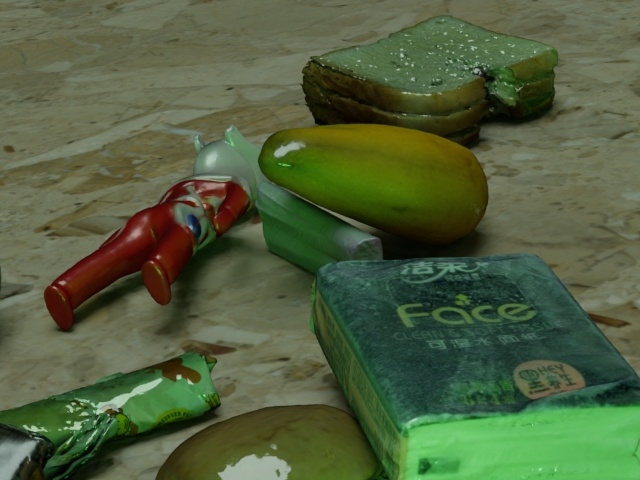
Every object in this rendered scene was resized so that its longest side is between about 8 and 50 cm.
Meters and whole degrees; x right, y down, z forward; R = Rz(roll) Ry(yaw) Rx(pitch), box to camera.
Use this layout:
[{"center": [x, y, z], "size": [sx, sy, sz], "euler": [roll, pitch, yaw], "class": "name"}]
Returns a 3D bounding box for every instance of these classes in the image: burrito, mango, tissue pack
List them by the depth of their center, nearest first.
[{"center": [0.134, 0.114, 1.545], "size": [0.227, 0.103, 0.316], "euler": [-2, 23, -14], "class": "tissue pack"}, {"center": [-0.211, 0.169, 1.589], "size": [0.288, 0.054, 0.104], "euler": [-14, 27, -22], "class": "burrito"}, {"center": [0.063, -0.067, 1.888], "size": [0.316, 0.119, 0.176], "euler": [9, 14, -35], "class": "mango"}]

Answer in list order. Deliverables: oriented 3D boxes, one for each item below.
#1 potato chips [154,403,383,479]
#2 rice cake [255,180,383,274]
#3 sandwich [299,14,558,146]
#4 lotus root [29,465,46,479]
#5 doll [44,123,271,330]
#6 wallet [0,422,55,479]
[{"center": [-0.043, 0.184, 1.501], "size": [0.208, 0.062, 0.195], "euler": [-9, 22, -3], "class": "potato chips"}, {"center": [0.001, 0.001, 1.882], "size": [0.042, 0.080, 0.221], "euler": [-21, 28, -26], "class": "rice cake"}, {"center": [0.151, -0.203, 2.302], "size": [0.273, 0.095, 0.249], "euler": [-23, 32, -37], "class": "sandwich"}, {"center": [-0.269, 0.226, 1.430], "size": [0.108, 0.094, 0.191], "euler": [-47, 39, 8], "class": "lotus root"}, {"center": [-0.157, -0.020, 1.953], "size": [0.188, 0.099, 0.384], "euler": [-13, 21, 29], "class": "doll"}, {"center": [-0.350, 0.250, 1.330], "size": [0.169, 0.044, 0.317], "euler": [10, 47, 27], "class": "wallet"}]
